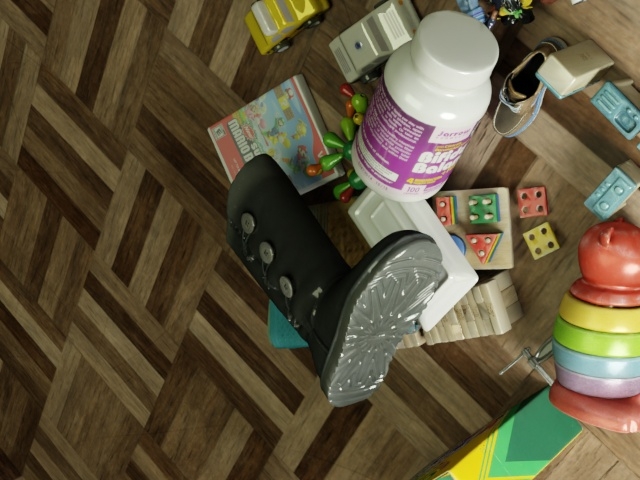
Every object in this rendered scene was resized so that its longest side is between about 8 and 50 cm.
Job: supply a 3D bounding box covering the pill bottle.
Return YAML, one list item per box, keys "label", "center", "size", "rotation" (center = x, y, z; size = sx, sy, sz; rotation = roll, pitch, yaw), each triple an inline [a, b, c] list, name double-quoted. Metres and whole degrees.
- label: "pill bottle"
  center: [0.164, -0.206, 1.624]
  size: [0.169, 0.169, 0.301]
  rotation: [48, 148, 17]

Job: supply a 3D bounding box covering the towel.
- label: "towel"
  center: [0.040, 0.054, 1.914]
  size: [0.370, 0.040, 0.271]
  rotation: [-11, 72, 44]

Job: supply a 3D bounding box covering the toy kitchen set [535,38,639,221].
- label: "toy kitchen set"
  center: [0.386, -0.152, 1.515]
  size: [0.207, 0.122, 0.166]
  rotation: [49, 134, 16]

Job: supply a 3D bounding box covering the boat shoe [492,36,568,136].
- label: "boat shoe"
  center: [0.304, -0.230, 1.597]
  size: [0.066, 0.066, 0.183]
  rotation: [43, 132, 22]

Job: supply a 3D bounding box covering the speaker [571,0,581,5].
- label: "speaker"
  center: [0.359, -0.406, 1.479]
  size: [0.055, 0.055, 0.136]
  rotation: [-18, 95, 46]

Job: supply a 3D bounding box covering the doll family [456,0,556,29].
- label: "doll family"
  center: [0.274, -0.356, 1.566]
  size: [0.193, 0.076, 0.111]
  rotation: [-24, 90, 60]

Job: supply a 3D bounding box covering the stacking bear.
- label: "stacking bear"
  center: [0.435, 0.113, 1.571]
  size: [0.164, 0.175, 0.289]
  rotation: [11, 106, 32]

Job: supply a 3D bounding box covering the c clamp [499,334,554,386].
- label: "c clamp"
  center: [0.396, 0.224, 1.718]
  size: [0.161, 0.022, 0.137]
  rotation: [45, 107, 18]

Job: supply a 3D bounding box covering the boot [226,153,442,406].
- label: "boot"
  center: [-0.001, 0.002, 1.798]
  size: [0.445, 0.146, 0.367]
  rotation: [58, 135, 39]

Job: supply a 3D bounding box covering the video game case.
- label: "video game case"
  center: [-0.091, -0.174, 2.023]
  size: [0.285, 0.025, 0.204]
  rotation: [-23, 91, 46]

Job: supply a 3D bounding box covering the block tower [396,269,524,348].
- label: "block tower"
  center: [0.198, 0.127, 1.835]
  size: [0.335, 0.097, 0.091]
  rotation: [-14, 98, 47]

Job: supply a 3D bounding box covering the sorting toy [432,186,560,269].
- label: "sorting toy"
  center: [0.249, -0.017, 1.706]
  size: [0.274, 0.046, 0.132]
  rotation: [-2, 94, 31]

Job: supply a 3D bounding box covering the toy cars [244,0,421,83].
- label: "toy cars"
  center: [0.000, -0.365, 1.810]
  size: [0.394, 0.087, 0.176]
  rotation: [24, 123, 34]

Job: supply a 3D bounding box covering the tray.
- label: "tray"
  center: [0.141, 0.005, 1.742]
  size: [0.145, 0.030, 0.270]
  rotation: [-52, 57, 34]

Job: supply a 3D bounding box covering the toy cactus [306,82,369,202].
- label: "toy cactus"
  center: [0.073, -0.150, 1.832]
  size: [0.180, 0.112, 0.219]
  rotation: [29, 118, 25]

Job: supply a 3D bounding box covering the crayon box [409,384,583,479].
- label: "crayon box"
  center: [0.225, 0.420, 1.776]
  size: [0.106, 0.313, 0.363]
  rotation: [54, 135, 11]
